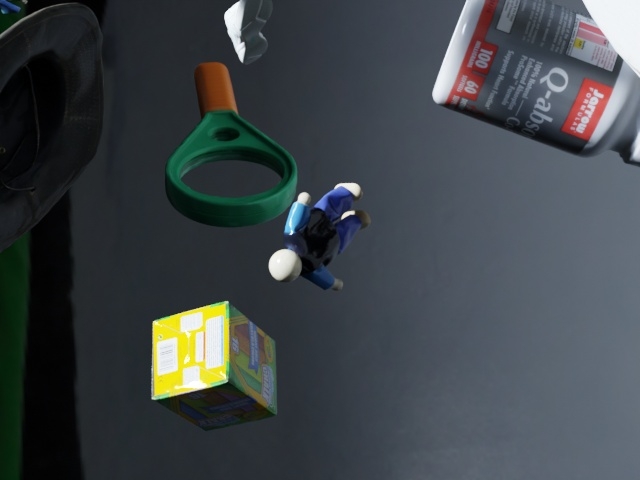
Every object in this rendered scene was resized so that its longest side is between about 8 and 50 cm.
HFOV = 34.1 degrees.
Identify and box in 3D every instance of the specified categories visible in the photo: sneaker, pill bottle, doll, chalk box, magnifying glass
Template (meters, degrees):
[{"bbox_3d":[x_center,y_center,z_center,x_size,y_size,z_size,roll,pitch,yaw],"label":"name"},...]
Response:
[{"bbox_3d":[-0.103,-0.297,1.398,0.061,0.053,0.152,53,160,13],"label":"sneaker"},{"bbox_3d":[0.376,-0.253,1.634,0.210,0.363,0.210,20,-90,-88],"label":"pill bottle"},{"bbox_3d":[0.000,0.000,1.235,0.189,0.046,0.129,-40,-63,-53],"label":"doll"},{"bbox_3d":[-0.147,0.204,1.598,0.213,0.132,0.132,46,-146,-54],"label":"chalk box"},{"bbox_3d":[-0.073,-0.078,0.783,0.231,0.092,0.026,-106,15,-54],"label":"magnifying glass"}]

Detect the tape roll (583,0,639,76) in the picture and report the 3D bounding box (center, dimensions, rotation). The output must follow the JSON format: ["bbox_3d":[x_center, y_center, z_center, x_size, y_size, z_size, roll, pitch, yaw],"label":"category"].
[{"bbox_3d":[0.346,-0.284,0.798,0.392,0.072,0.392,34,135,42],"label":"tape roll"}]

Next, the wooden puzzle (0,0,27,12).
[{"bbox_3d":[-0.320,-0.247,0.978,0.116,0.078,0.014,44,-113,-49],"label":"wooden puzzle"}]

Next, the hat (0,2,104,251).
[{"bbox_3d":[-0.391,-0.145,1.241,0.331,0.134,0.331,21,-90,-76],"label":"hat"}]
